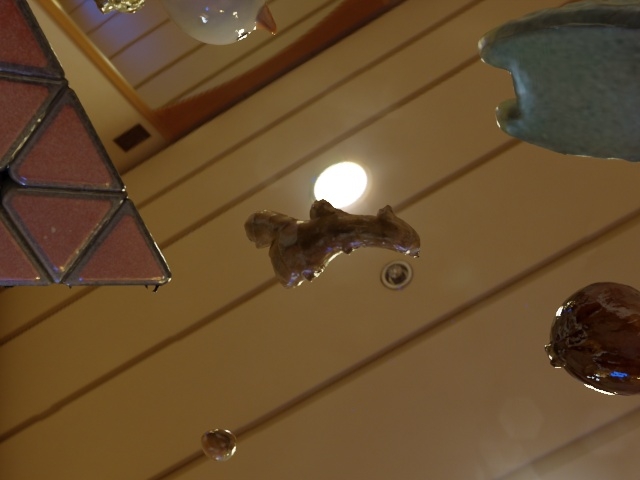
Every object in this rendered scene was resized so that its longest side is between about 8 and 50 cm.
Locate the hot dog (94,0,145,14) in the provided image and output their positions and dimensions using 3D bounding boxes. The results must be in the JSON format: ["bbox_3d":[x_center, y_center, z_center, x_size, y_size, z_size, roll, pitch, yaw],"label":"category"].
[{"bbox_3d":[-0.327,-0.487,0.904,0.103,0.146,0.213,45,-66,0],"label":"hot dog"}]

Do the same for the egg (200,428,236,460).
[{"bbox_3d":[-0.240,0.476,1.242,0.083,0.071,0.071,22,-112,4],"label":"egg"}]

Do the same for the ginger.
[{"bbox_3d":[0.000,0.000,0.879,0.333,0.081,0.148,-8,-119,31],"label":"ginger"}]

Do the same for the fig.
[{"bbox_3d":[0.475,0.179,0.934,0.249,0.186,0.204,-8,-131,-4],"label":"fig"}]

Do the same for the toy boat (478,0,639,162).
[{"bbox_3d":[0.373,-0.213,0.674,0.330,0.215,0.123,15,-123,44],"label":"toy boat"}]

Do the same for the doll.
[{"bbox_3d":[-0.125,-0.352,0.620,0.221,0.251,0.221,-31,-144,26],"label":"doll"}]

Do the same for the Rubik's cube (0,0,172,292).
[{"bbox_3d":[-0.295,-0.069,0.488,0.228,0.229,0.233,-7,-102,17],"label":"Rubik's cube"}]
